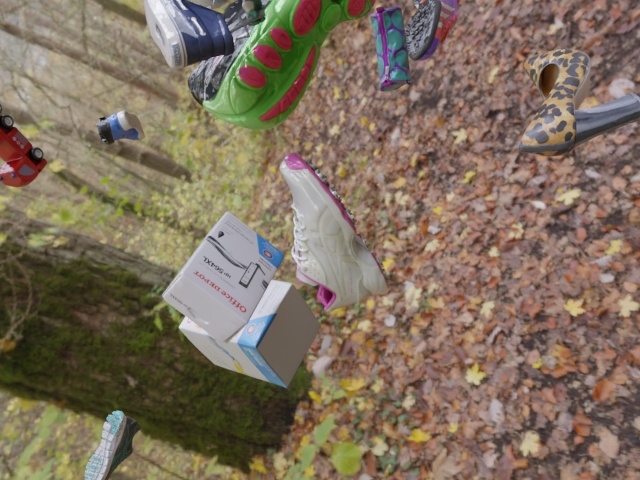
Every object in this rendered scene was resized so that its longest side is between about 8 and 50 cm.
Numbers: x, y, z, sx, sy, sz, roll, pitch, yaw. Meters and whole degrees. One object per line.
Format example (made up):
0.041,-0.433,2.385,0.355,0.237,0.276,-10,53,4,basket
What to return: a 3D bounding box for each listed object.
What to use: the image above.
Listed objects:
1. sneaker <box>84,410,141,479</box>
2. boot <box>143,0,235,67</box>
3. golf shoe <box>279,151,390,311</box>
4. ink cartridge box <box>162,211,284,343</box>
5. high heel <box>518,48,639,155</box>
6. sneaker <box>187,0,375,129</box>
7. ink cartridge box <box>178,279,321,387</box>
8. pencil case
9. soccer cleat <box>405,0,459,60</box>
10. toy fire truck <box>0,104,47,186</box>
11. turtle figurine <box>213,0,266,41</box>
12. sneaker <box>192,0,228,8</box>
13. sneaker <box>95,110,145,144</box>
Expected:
-0.421,0.440,1.227,0.065,0.076,0.166,8,70,41,sneaker
-0.182,-0.295,0.806,0.069,0.086,0.190,97,151,-49,boot
0.000,0.000,0.987,0.140,0.306,0.115,-32,28,2,golf shoe
-0.175,0.065,1.113,0.086,0.148,0.203,-43,14,37,ink cartridge box
0.339,-0.221,0.932,0.186,0.093,0.261,-21,38,-7,high heel
-0.060,-0.393,1.005,0.202,0.185,0.483,15,58,33,sneaker
-0.157,0.193,1.344,0.232,0.168,0.171,7,53,35,ink cartridge box
0.137,-0.373,1.165,0.064,0.070,0.152,-6,95,32,pencil case
0.269,-0.507,1.377,0.108,0.116,0.318,-37,30,43,soccer cleat
-0.484,-0.131,0.826,0.047,0.192,0.135,-6,45,26,toy fire truck
-0.109,-0.375,0.768,0.118,0.175,0.234,45,95,11,turtle figurine
-0.156,-0.569,0.959,0.150,0.135,0.366,27,113,60,sneaker
-0.459,-0.252,1.359,0.152,0.084,0.058,-115,5,-87,sneaker
